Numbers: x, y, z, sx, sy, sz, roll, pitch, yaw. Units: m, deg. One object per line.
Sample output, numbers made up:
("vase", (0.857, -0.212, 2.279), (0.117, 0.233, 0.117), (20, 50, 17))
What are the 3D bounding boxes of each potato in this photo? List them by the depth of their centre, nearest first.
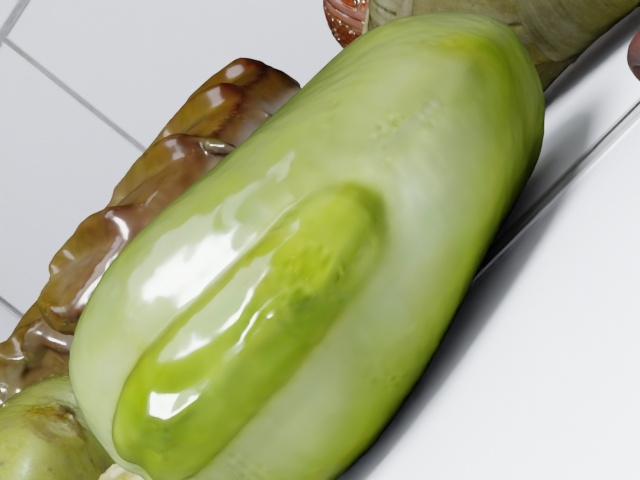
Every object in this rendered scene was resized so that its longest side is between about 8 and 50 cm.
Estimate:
("potato", (-0.109, 0.110, 0.686), (0.188, 0.085, 0.105), (-55, -17, -73))

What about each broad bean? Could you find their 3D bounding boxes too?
("broad bean", (0.000, 0.000, 0.457), (0.174, 0.082, 0.124), (-56, 4, -35))

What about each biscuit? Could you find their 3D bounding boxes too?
("biscuit", (-0.090, 0.018, 1.007), (0.268, 0.115, 0.366), (-55, 7, -32))

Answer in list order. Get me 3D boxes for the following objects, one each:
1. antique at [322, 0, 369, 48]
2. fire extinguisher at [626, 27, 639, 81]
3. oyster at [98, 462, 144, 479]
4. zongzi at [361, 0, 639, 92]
("antique", (0.051, -0.149, 1.031), (0.104, 0.104, 0.104), (-51, 5, 6))
("fire extinguisher", (0.096, -0.077, 0.353), (0.100, 0.046, 0.032), (-53, 17, -1))
("oyster", (-0.078, 0.113, 0.551), (0.166, 0.053, 0.108), (-45, 14, -6))
("zongzi", (0.079, -0.077, 0.533), (0.078, 0.176, 0.160), (-18, -51, -27))
